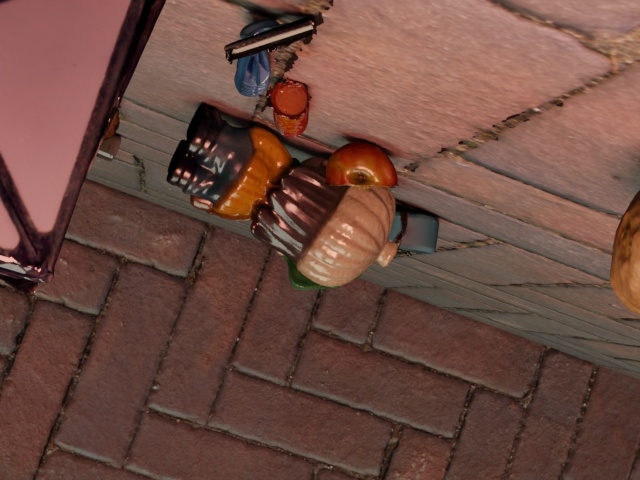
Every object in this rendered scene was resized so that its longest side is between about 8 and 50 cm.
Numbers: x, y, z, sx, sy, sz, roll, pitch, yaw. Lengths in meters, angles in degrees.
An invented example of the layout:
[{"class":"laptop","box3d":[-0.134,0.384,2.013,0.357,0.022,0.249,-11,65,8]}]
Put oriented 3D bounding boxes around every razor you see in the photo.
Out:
[{"class":"razor","box3d":[-0.060,-0.176,0.905,0.082,0.042,0.253,-21,-179,-7]}]

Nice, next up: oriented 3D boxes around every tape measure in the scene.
[{"class":"tape measure","box3d":[0.131,-0.017,1.561,0.125,0.081,0.146,10,178,-13]}]

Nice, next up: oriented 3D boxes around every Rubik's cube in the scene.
[{"class":"Rubik's cube","box3d":[-0.338,-0.155,0.738,0.310,0.307,0.305,22,171,-32]}]

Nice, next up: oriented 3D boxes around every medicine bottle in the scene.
[{"class":"medicine bottle","box3d":[-0.497,-0.218,1.864,0.199,0.057,0.058,23,174,-23]}]

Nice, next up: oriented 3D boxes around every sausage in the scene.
[{"class":"sausage","box3d":[-0.036,-0.145,1.078,0.050,0.048,0.145,-19,177,-3]}]

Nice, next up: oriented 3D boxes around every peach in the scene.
[{"class":"peach","box3d":[0.053,-0.094,1.187,0.098,0.061,0.098,2,-170,0]}]

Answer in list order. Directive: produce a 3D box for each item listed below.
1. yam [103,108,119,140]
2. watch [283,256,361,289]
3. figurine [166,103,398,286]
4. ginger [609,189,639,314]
[{"class":"yam","box3d":[-0.393,-0.207,1.527,0.141,0.079,0.079,18,174,32]},{"class":"watch","box3d":[0.000,0.000,1.560,0.131,0.165,0.152,-14,159,-14]},{"class":"figurine","box3d":[-0.047,-0.052,1.326,0.332,0.185,0.204,18,-149,-31]},{"class":"ginger","box3d":[0.327,0.001,0.800,0.152,0.138,0.267,16,170,-14]}]
